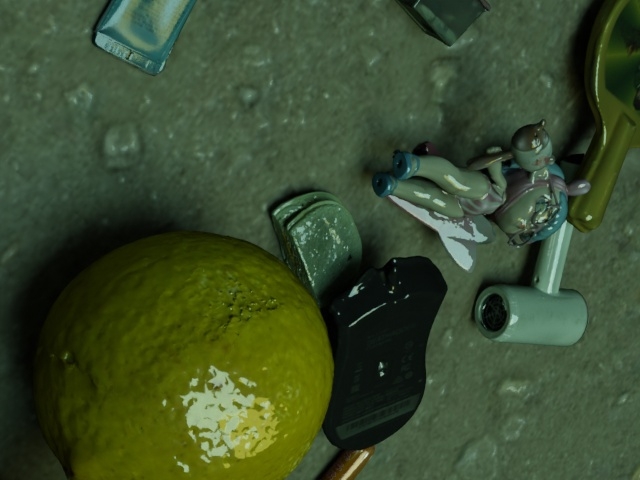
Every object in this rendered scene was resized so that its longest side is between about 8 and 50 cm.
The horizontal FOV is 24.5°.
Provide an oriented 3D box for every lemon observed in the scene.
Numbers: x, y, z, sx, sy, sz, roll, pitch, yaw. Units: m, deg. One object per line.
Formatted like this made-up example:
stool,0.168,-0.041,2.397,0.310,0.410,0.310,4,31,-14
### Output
lemon,-0.127,0.125,1.358,0.293,0.293,0.293,-16,119,-31

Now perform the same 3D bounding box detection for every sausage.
sausage,0.027,0.265,1.695,0.107,0.031,0.031,-50,131,-7

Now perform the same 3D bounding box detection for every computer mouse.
computer mouse,0.050,0.113,1.596,0.147,0.088,0.264,-18,139,-32

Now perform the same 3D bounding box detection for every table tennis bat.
table tennis bat,0.354,-0.160,1.717,0.198,0.050,0.321,32,77,-43

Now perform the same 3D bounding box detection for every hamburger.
hamburger,0.002,0.001,1.543,0.084,0.054,0.121,-32,119,-20

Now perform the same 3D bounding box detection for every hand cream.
hand cream,-0.123,-0.259,1.339,0.083,0.048,0.224,25,100,-41

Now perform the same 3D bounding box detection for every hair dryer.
hair dryer,0.271,0.010,1.742,0.131,0.073,0.236,6,103,-38

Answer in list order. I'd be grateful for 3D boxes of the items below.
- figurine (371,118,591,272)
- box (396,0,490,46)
figurine,0.179,-0.074,1.599,0.260,0.103,0.205,9,130,-35
box,0.120,-0.249,1.515,0.063,0.060,0.084,-48,132,1
